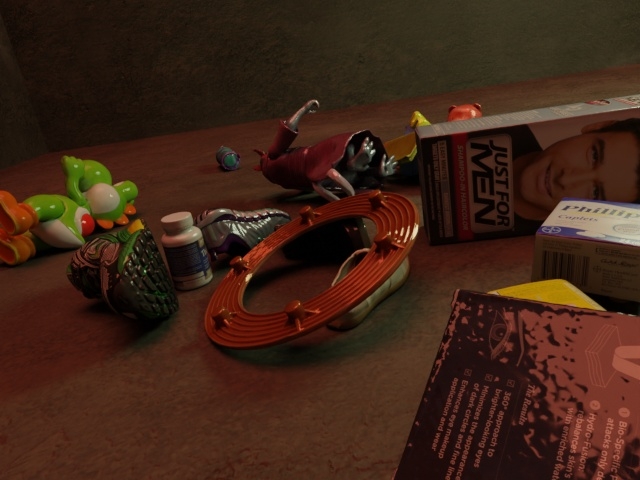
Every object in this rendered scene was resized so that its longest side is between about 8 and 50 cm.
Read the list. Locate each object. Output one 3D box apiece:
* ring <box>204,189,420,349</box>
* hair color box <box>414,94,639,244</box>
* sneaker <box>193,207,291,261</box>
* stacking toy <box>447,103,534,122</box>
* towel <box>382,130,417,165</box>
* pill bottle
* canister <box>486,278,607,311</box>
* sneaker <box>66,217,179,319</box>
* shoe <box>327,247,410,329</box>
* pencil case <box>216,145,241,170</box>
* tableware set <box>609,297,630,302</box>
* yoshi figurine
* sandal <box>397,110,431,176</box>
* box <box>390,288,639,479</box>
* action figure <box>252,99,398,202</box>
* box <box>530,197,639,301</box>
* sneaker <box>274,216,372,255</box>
[{"bbox_3d":[-0.023,0.022,0.731,0.337,0.032,0.336,-26,24,13],"label":"ring"},{"bbox_3d":[0.356,-0.116,0.866,0.375,0.185,0.113,-7,20,8],"label":"hair color box"},{"bbox_3d":[-0.134,-0.003,0.982,0.083,0.098,0.224,-30,-18,38],"label":"sneaker"},{"bbox_3d":[0.458,-0.282,1.341,0.309,0.130,0.279,0,22,24],"label":"stacking toy"},{"bbox_3d":[0.168,-0.217,1.291,0.237,0.021,0.102,-6,52,62],"label":"towel"},{"bbox_3d":[-0.225,0.016,0.870,0.067,0.120,0.067,-9,21,3],"label":"pill bottle"},{"bbox_3d":[0.232,0.104,0.500,0.126,0.073,0.170,-10,19,0],"label":"canister"},{"bbox_3d":[-0.318,0.059,0.826,0.146,0.134,0.344,-24,15,-17],"label":"sneaker"},{"bbox_3d":[0.071,0.047,0.741,0.077,0.058,0.219,2,24,29],"label":"shoe"},{"bbox_3d":[-0.317,-0.282,1.786,0.070,0.064,0.152,-30,24,-8],"label":"pencil case"},{"bbox_3d":[0.406,0.039,0.669,0.154,0.024,0.104,-22,27,-33],"label":"tableware set"},{"bbox_3d":[-0.618,-0.094,1.252,0.204,0.202,0.362,-5,17,31],"label":"yoshi figurine"},{"bbox_3d":[0.254,-0.202,1.281,0.138,0.126,0.317,-43,22,17],"label":"sandal"},{"bbox_3d":[0.154,0.130,0.346,0.158,0.093,0.155,6,59,37],"label":"box"},{"bbox_3d":[-0.020,-0.159,1.229,0.371,0.248,0.275,4,51,30],"label":"action figure"},{"bbox_3d":[0.344,0.005,0.642,0.126,0.072,0.137,10,28,34],"label":"box"},{"bbox_3d":[0.000,0.000,0.890,0.118,0.083,0.222,-21,13,-15],"label":"sneaker"}]
